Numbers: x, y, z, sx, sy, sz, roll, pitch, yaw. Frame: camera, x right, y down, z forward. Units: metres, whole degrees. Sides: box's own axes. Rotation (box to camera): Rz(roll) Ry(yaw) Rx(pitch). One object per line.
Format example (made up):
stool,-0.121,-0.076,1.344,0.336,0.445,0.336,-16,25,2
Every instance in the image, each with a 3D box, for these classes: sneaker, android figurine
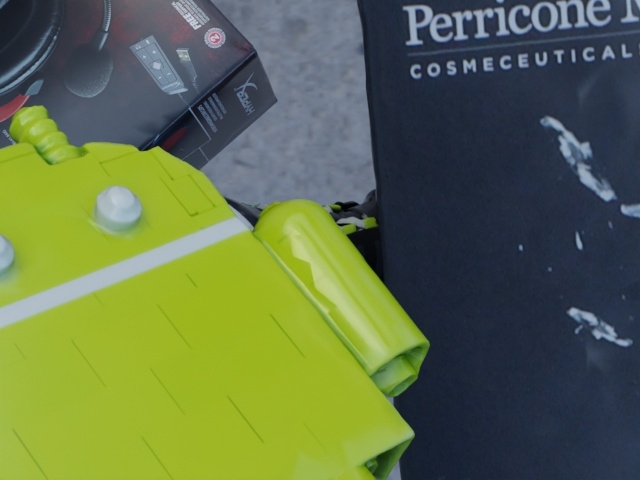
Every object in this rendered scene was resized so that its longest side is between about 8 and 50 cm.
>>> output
sneaker,0.000,0.000,0.899,0.097,0.084,0.235,-55,149,1
android figurine,-0.077,0.053,0.582,0.248,0.056,0.273,-21,63,-35

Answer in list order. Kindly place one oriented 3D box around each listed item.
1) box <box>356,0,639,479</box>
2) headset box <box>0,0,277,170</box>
box,0.300,0.064,0.833,0.297,0.480,0.472,-12,97,-72
headset box,-0.207,-0.074,0.845,0.293,0.110,0.218,-41,79,-3
